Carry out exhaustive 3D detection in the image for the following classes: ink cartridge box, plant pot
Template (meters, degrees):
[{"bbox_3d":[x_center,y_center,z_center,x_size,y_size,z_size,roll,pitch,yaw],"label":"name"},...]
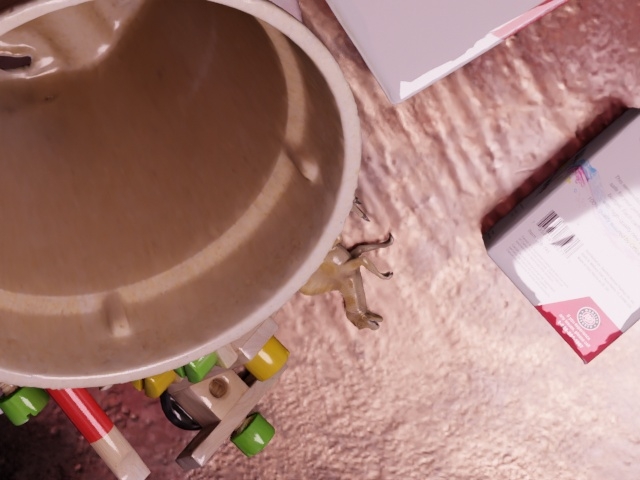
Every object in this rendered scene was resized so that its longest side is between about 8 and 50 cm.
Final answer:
[{"bbox_3d":[0.110,-0.210,1.431,0.197,0.273,0.114,-31,97,6],"label":"ink cartridge box"},{"bbox_3d":[-0.177,-0.120,1.285,0.334,0.305,0.333,-12,133,-14],"label":"plant pot"},{"bbox_3d":[0.241,-0.009,1.514,0.176,0.127,0.128,-41,92,7],"label":"ink cartridge box"}]

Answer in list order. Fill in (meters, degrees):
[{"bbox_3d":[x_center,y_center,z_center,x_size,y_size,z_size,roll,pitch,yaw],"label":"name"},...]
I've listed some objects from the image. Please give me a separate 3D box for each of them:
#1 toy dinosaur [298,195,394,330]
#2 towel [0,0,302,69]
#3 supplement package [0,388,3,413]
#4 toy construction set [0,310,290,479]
[{"bbox_3d":[0.000,0.000,1.568,0.092,0.053,0.183,-45,92,8],"label":"toy dinosaur"},{"bbox_3d":[-0.187,-0.223,1.468,0.332,0.053,0.317,-8,131,10],"label":"towel"},{"bbox_3d":[-0.394,0.091,1.527,0.263,0.199,0.198,-27,96,7],"label":"supplement package"},{"bbox_3d":[-0.112,0.101,1.472,0.257,0.309,0.237,-27,106,33],"label":"toy construction set"}]
